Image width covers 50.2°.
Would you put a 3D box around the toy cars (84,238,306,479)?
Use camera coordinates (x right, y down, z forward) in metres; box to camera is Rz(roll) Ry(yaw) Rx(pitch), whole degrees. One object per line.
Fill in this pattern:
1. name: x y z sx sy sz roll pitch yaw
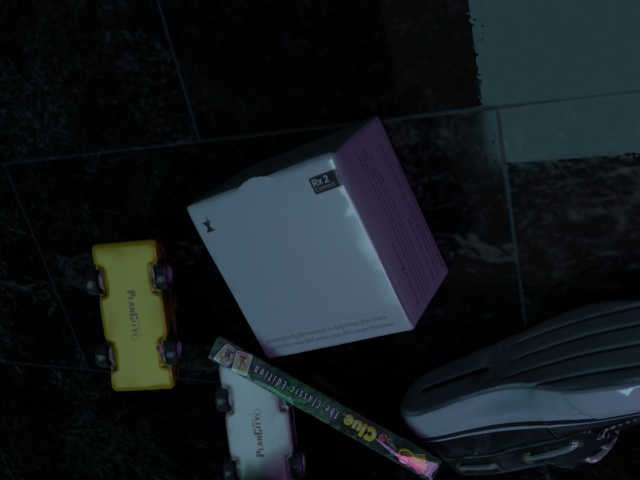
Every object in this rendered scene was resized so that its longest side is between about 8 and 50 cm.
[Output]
1. toy cars: -0.146 0.158 0.859 0.394 0.087 0.176 44 101 -3

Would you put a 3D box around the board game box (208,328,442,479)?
1. board game box: -0.002 0.173 0.744 0.260 0.030 0.136 30 170 -3

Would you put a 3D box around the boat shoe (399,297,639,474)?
1. boat shoe: 0.231 0.151 0.654 0.119 0.121 0.335 49 138 -12

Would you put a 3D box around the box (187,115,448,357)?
1. box: 0.000 0.000 0.679 0.181 0.119 0.182 -17 106 34
